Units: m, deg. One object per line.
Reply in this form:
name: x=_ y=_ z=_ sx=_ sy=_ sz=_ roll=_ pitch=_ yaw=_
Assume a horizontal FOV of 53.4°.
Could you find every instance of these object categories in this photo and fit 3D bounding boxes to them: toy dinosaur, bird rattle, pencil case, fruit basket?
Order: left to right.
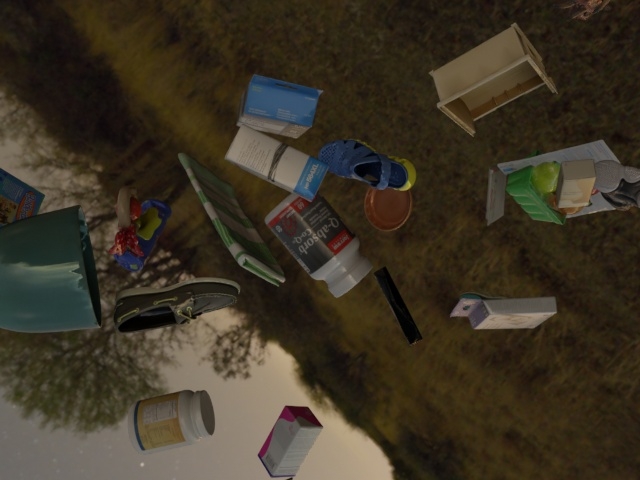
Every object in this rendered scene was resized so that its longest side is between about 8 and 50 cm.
bird rattle: x=-0.617 y=-0.067 z=2.028 sx=0.253 sy=0.143 sz=0.207 roll=-73 pitch=-20 yaw=-72
pencil case: x=-0.691 y=-0.026 z=2.459 sx=0.133 sy=0.306 sz=0.119 roll=25 pitch=141 yaw=-7
fruit basket: x=0.794 y=-0.189 z=2.018 sx=0.327 sy=0.165 sz=0.353 roll=38 pitch=145 yaw=-30
toy dinosaur: x=0.534 y=-0.495 z=1.257 sx=0.127 sy=0.200 sz=0.295 roll=18 pitch=177 yaw=18

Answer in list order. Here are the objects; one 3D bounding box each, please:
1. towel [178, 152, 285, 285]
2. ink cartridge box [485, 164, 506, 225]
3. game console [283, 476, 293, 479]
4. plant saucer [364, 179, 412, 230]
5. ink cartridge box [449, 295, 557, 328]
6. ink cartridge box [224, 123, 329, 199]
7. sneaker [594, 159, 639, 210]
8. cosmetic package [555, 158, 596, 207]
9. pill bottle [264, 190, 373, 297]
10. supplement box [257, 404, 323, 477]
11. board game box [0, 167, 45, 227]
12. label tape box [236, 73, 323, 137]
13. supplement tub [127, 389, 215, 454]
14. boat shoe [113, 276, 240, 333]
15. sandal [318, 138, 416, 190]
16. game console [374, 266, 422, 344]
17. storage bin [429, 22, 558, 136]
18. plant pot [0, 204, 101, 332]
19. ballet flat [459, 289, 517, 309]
towel: x=-0.209 y=-0.049 z=1.538 sx=0.325 sy=0.038 sz=0.248 roll=59 pitch=-171 yaw=24
ink cartridge box: x=0.607 y=-0.164 z=2.265 sx=0.066 sy=0.189 sz=0.232 roll=9 pitch=-164 yaw=31
game console: x=-0.086 y=0.657 z=1.573 sx=0.107 sy=0.071 sz=0.122 roll=57 pitch=-176 yaw=19
plant saucer: x=0.246 y=-0.133 z=2.272 sx=0.200 sy=0.200 sz=0.037 roll=42 pitch=-158 yaw=32
ink cartridge box: x=0.451 y=0.186 z=1.601 sx=0.223 sy=0.224 sz=0.045 roll=76 pitch=-167 yaw=-72
ink cartridge box: x=-0.091 y=-0.164 z=1.373 sx=0.203 sy=0.086 sz=0.148 roll=26 pitch=-179 yaw=-3
sneaker: x=0.857 y=-0.123 z=1.699 sx=0.268 sy=0.101 sz=0.153 roll=34 pitch=-177 yaw=37
cosmetic package: x=0.483 y=-0.107 z=1.209 sx=0.115 sy=0.060 sz=0.041 roll=57 pitch=-149 yaw=-61
pill bottle: x=0.000 y=0.000 z=2.151 sx=0.363 sy=0.210 sz=0.210 roll=49 pitch=173 yaw=-2
supplement box: x=-0.103 y=0.683 z=2.167 sx=0.114 sy=0.220 sz=0.111 roll=14 pitch=-160 yaw=-40
board game box: x=-0.835 y=-0.102 z=1.636 sx=0.047 sy=0.160 sz=0.210 roll=-14 pitch=143 yaw=34
label tape box: x=-0.150 y=-0.452 z=2.198 sx=0.240 sy=0.106 sz=0.333 roll=9 pitch=176 yaw=-14
supplement tub: x=-0.397 y=0.482 z=1.704 sx=0.144 sy=0.199 sz=0.144 roll=-13 pitch=-90 yaw=-87
boat shoe: x=-0.337 y=0.157 z=1.498 sx=0.109 sy=0.305 sz=0.091 roll=77 pitch=-174 yaw=-53
sandal: x=0.128 y=-0.231 z=1.943 sx=0.317 sy=0.126 sz=0.138 roll=17 pitch=-160 yaw=26
game console: x=0.221 y=0.193 z=1.792 sx=0.213 sy=0.044 sz=0.361 roll=64 pitch=-178 yaw=13
storage bin: x=0.480 y=-0.430 z=1.762 sx=0.260 sy=0.262 sz=0.123 roll=20 pitch=-129 yaw=-51
plant pot: x=-0.648 y=0.079 z=1.460 sx=0.293 sy=0.235 sz=0.293 roll=170 pitch=90 yaw=-74
ballet flat: x=0.600 y=0.215 z=2.244 sx=0.086 sy=0.086 sz=0.248 roll=50 pitch=159 yaw=-24
